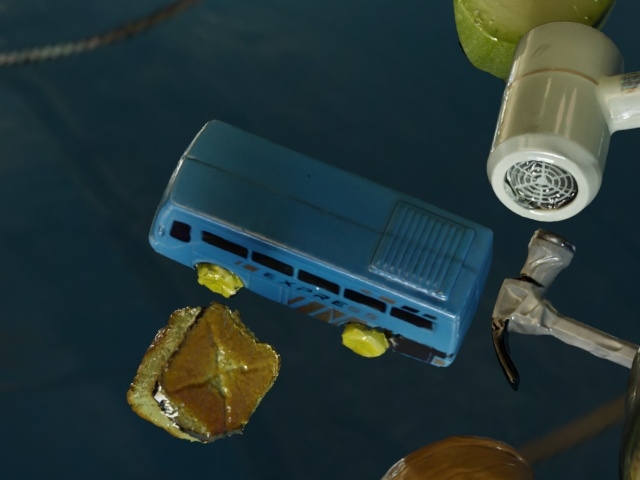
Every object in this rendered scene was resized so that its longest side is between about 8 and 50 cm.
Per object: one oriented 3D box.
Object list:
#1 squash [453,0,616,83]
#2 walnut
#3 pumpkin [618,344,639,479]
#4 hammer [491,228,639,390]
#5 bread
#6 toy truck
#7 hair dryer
[{"bbox_3d":[0.241,-0.212,1.973,0.192,0.184,0.085,-29,-128,-4],"label":"squash"},{"bbox_3d":[0.097,0.247,1.790,0.211,0.087,0.167,-39,-149,-8],"label":"walnut"},{"bbox_3d":[0.408,0.138,1.243,0.454,0.344,0.454,-8,-146,5],"label":"pumpkin"},{"bbox_3d":[0.354,0.126,1.796,0.427,0.044,0.152,21,-103,21],"label":"hammer"},{"bbox_3d":[-0.116,0.140,2.007,0.069,0.128,0.140,-1,-126,60],"label":"bread"},{"bbox_3d":[0.000,0.000,2.228,0.162,0.385,0.161,100,14,-61],"label":"toy truck"},{"bbox_3d":[0.327,-0.126,1.755,0.357,0.107,0.173,-9,-136,27],"label":"hair dryer"}]
